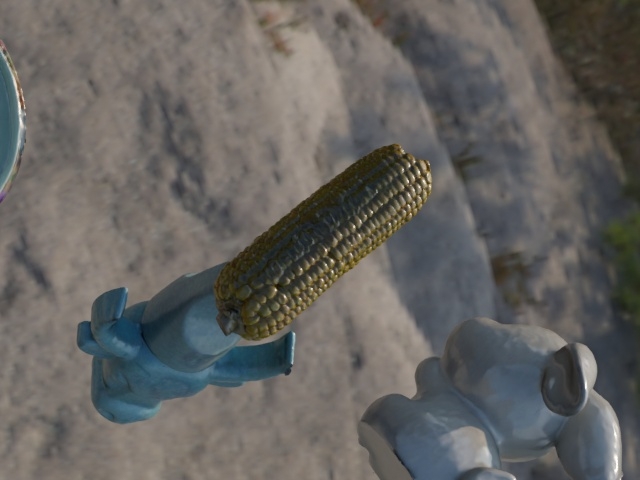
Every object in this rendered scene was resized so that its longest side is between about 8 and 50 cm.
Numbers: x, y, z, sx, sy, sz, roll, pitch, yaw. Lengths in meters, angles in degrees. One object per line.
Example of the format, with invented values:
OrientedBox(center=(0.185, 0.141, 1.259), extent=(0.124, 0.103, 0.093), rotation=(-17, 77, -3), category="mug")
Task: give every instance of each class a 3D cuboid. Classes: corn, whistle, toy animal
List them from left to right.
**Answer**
OrientedBox(center=(-0.130, 0.087, 1.547), extent=(0.186, 0.274, 0.093), rotation=(16, 58, -27), category="whistle")
OrientedBox(center=(0.000, 0.000, 1.334), extent=(0.207, 0.068, 0.068), rotation=(-41, 106, -14), category="corn")
OrientedBox(center=(0.137, 0.152, 1.413), extent=(0.193, 0.178, 0.127), rotation=(-27, 116, -7), category="toy animal")

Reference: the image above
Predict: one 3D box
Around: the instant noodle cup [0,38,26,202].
OrientedBox(center=(-0.326, -0.072, 1.218), extent=(0.251, 0.190, 0.251), rotation=(4, 82, -28), category="instant noodle cup")
